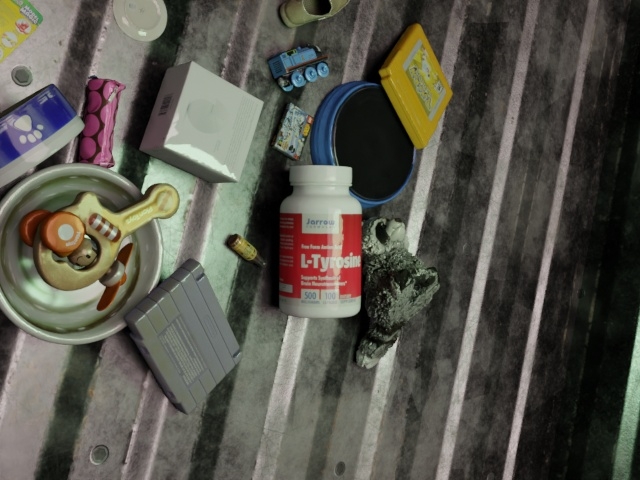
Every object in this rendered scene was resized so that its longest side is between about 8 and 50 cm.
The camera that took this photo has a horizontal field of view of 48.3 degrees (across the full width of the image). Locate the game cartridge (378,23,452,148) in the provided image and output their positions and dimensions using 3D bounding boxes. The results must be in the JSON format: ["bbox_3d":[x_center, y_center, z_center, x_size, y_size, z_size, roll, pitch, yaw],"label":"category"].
[{"bbox_3d":[0.308,-0.491,2.261,0.285,0.053,0.323,57,40,-27],"label":"game cartridge"}]

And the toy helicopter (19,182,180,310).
[{"bbox_3d":[-0.442,-0.009,1.539,0.355,0.140,0.234,-36,116,-36],"label":"toy helicopter"}]

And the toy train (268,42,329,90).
[{"bbox_3d":[-0.054,-0.488,2.001,0.184,0.080,0.105,-29,105,-35],"label":"toy train"}]

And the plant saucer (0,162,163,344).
[{"bbox_3d":[-0.552,0.028,1.597,0.401,0.101,0.400,-3,95,-41],"label":"plant saucer"}]

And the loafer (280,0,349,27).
[{"bbox_3d":[0.007,-0.676,2.029,0.268,0.092,0.101,-39,116,-32],"label":"loafer"}]

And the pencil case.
[{"bbox_3d":[-0.497,-0.264,1.626,0.095,0.098,0.209,6,91,-54],"label":"pencil case"}]

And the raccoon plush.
[{"bbox_3d":[0.148,0.134,2.190,0.446,0.299,0.216,-53,147,14],"label":"raccoon plush"}]

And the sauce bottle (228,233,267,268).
[{"bbox_3d":[-0.194,0.031,1.935,0.128,0.042,0.042,40,68,-33],"label":"sauce bottle"}]

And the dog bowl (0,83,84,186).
[{"bbox_3d":[-0.612,-0.201,1.426,0.265,0.265,0.104,-45,117,-29],"label":"dog bowl"}]

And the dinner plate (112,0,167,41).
[{"bbox_3d":[-0.430,-0.552,1.720,0.141,0.017,0.141,-2,93,-39],"label":"dinner plate"}]

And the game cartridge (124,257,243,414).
[{"bbox_3d":[-0.331,0.244,1.765,0.230,0.068,0.355,-42,135,-28],"label":"game cartridge"}]

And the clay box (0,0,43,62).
[{"bbox_3d":[-0.696,-0.432,1.479,0.127,0.053,0.222,48,62,-29],"label":"clay box"}]

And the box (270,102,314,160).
[{"bbox_3d":[-0.079,-0.307,2.021,0.094,0.027,0.137,28,75,-36],"label":"box"}]

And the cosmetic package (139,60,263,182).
[{"bbox_3d":[-0.292,-0.285,1.772,0.225,0.138,0.224,24,77,-37],"label":"cosmetic package"}]

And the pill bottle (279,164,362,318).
[{"bbox_3d":[0.000,0.000,1.975,0.229,0.229,0.407,-2,94,-40],"label":"pill bottle"}]

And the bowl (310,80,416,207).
[{"bbox_3d":[0.144,-0.292,2.178,0.391,0.077,0.390,-2,94,-40],"label":"bowl"}]
